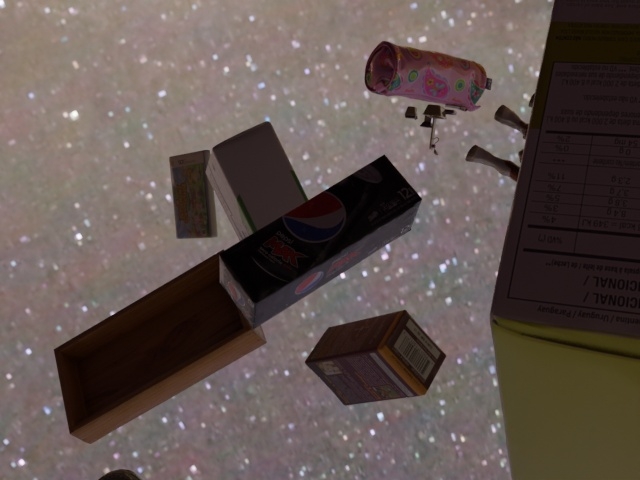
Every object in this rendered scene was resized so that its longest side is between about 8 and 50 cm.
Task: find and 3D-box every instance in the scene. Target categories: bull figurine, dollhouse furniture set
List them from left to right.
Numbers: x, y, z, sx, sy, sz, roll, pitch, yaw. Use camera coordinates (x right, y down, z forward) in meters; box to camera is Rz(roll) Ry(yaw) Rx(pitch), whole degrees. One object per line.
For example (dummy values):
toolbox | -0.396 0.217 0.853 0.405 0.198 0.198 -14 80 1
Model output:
dollhouse furniture set | 0.179 -0.193 1.705 0.091 0.081 0.114 8 -176 16
bull figurine | 0.301 -0.098 1.205 0.188 0.101 0.310 35 -154 22

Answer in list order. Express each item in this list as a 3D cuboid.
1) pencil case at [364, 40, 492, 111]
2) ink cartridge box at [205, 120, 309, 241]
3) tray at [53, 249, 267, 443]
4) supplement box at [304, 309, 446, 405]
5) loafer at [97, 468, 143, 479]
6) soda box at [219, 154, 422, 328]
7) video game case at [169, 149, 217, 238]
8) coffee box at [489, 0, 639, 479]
pencil case | 0.237 -0.358 2.170 0.284 0.124 0.124 6 -159 -34
ink cartridge box | -0.088 -0.064 1.402 0.092 0.160 0.219 -26 180 -10
tray | -0.319 0.208 1.920 0.411 0.076 0.203 -30 -128 8
supplement box | 0.080 0.178 1.470 0.188 0.104 0.081 -19 -151 51
loafer | -0.236 0.443 1.286 0.112 0.111 0.319 -30 -119 4
soda box | 0.000 0.000 0.807 0.169 0.060 0.053 -32 -109 -20
video game case | -0.317 -0.111 2.434 0.023 0.212 0.193 -7 -177 -34
coffee box | 0.342 0.030 0.816 0.338 0.338 0.334 6 -122 18
